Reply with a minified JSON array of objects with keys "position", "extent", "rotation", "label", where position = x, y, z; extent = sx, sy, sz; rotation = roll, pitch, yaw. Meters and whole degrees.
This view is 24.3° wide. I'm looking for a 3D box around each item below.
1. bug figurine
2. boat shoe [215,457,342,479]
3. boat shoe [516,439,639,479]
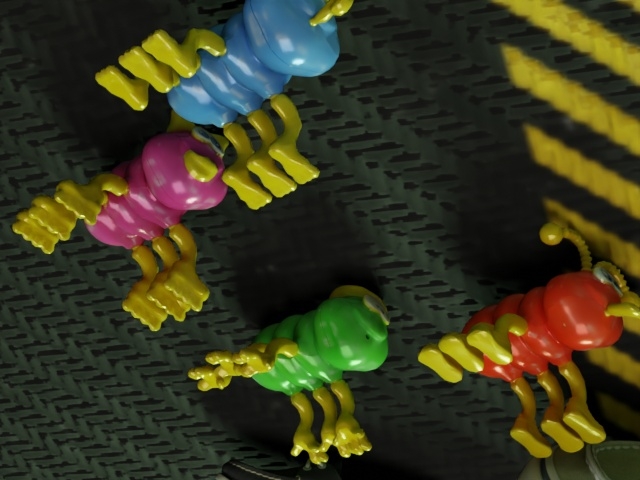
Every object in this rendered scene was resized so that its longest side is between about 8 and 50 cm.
[{"position":[0.000,0.000,0.657],"extent":[0.216,0.072,0.279],"rotation":[-23,127,39],"label":"bug figurine"},{"position":[0.006,0.138,0.804],"extent":[0.125,0.038,0.046],"rotation":[19,176,6],"label":"boat shoe"},{"position":[0.241,0.142,0.710],"extent":[0.302,0.109,0.094],"rotation":[17,119,-11],"label":"boat shoe"}]
